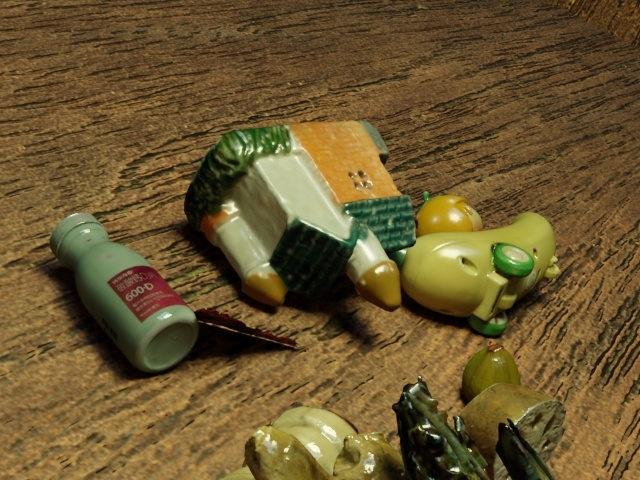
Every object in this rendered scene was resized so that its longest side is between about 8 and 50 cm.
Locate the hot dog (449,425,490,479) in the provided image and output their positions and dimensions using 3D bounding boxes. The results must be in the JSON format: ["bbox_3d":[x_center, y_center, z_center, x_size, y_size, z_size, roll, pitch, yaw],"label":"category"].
[{"bbox_3d":[0.102,0.306,1.081,0.123,0.093,0.261,39,40,-9],"label":"hot dog"}]

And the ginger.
[{"bbox_3d":[0.022,0.214,0.997,0.214,0.059,0.133,37,48,-18],"label":"ginger"}]

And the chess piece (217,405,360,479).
[{"bbox_3d":[-0.072,0.271,0.999,0.137,0.137,0.301,31,32,16],"label":"chess piece"}]

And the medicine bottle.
[{"bbox_3d":[-0.233,0.055,1.289,0.090,0.090,0.216,-10,43,-42],"label":"medicine bottle"}]

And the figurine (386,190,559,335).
[{"bbox_3d":[0.223,0.015,1.622,0.222,0.124,0.324,31,31,25],"label":"figurine"}]

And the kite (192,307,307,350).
[{"bbox_3d":[-0.121,0.097,1.324,0.125,0.008,0.222,5,-14,31],"label":"kite"}]

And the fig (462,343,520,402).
[{"bbox_3d":[0.215,0.169,1.393,0.074,0.088,0.074,2,22,-1],"label":"fig"}]

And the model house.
[{"bbox_3d":[0.000,0.000,1.474,0.271,0.190,0.301,-8,53,-40],"label":"model house"}]

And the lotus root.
[{"bbox_3d":[0.219,0.219,1.286,0.122,0.112,0.081,-8,35,-39],"label":"lotus root"}]

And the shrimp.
[{"bbox_3d":[0.177,0.262,1.058,0.365,0.071,0.233,58,30,-14],"label":"shrimp"}]
